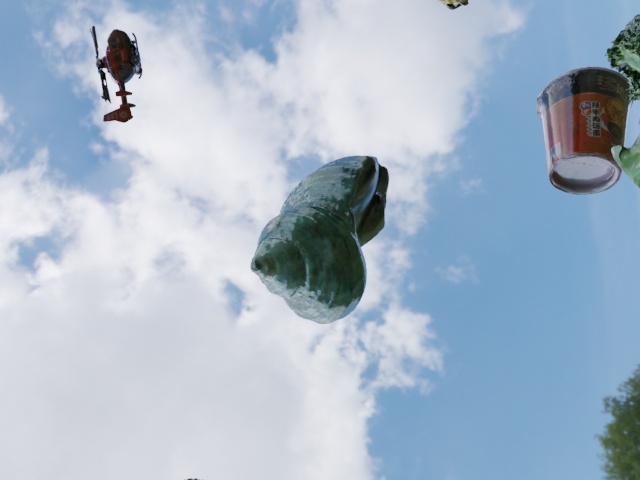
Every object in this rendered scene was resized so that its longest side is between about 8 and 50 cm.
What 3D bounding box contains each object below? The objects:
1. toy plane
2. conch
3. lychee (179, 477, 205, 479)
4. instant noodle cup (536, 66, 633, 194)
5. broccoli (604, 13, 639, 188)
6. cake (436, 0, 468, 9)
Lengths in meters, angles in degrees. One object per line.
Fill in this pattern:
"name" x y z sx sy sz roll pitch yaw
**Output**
"toy plane" -0.261 -0.218 0.738 0.060 0.037 0.145 -9 -103 -14
"conch" -0.003 0.001 0.674 0.202 0.134 0.196 -54 -32 -64
"lychee" -0.101 0.224 0.449 0.067 0.083 0.068 -30 -120 -6
"instant noodle cup" 0.355 -0.141 0.769 0.127 0.127 0.135 31 -123 -28
"broccoli" 0.314 -0.109 0.459 0.195 0.156 0.195 24 -145 -18
"cake" 0.147 -0.237 0.381 0.079 0.185 0.116 50 -150 -16
